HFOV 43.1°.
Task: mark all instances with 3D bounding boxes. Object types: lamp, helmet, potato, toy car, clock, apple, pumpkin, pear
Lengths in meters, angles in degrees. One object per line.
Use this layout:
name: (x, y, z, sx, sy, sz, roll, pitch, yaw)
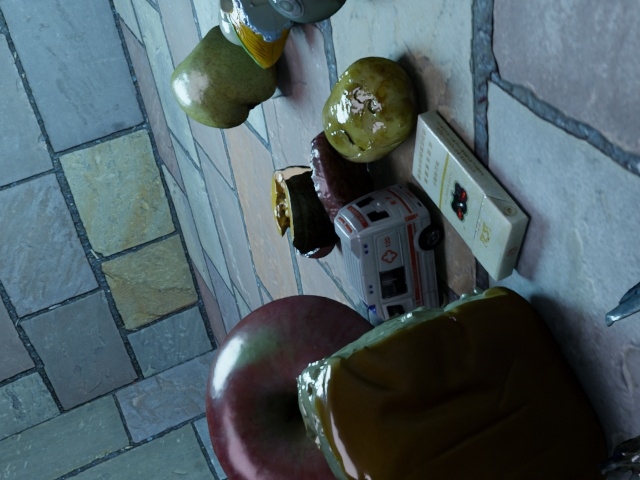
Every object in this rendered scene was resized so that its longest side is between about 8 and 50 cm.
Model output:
lamp: (-0.016, -0.289, 0.878, 0.105, 0.105, 0.105, 58, 161, 32)
helmet: (0.002, 0.000, 1.312, 0.084, 0.049, 0.065, -20, 56, 50)
potato: (0.052, -0.143, 0.904, 0.170, 0.080, 0.107, 168, 92, -76)
toy car: (0.086, 0.041, 0.979, 0.089, 0.108, 0.209, 48, 155, 51)
clock: (-0.097, -0.344, 1.081, 0.144, 0.103, 0.230, -141, 35, -63)
apple: (-0.013, 0.256, 1.243, 0.344, 0.345, 0.269, 63, -175, 17)
pumpkin: (-0.011, -0.050, 1.181, 0.183, 0.108, 0.118, -135, 33, -70)
pear: (-0.146, -0.250, 1.256, 0.136, 0.167, 0.167, 43, 168, -11)

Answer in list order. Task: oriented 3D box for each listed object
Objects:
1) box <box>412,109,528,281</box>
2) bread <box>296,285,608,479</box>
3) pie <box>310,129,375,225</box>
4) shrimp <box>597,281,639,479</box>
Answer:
box: (0.146, -0.047, 0.818, 0.167, 0.024, 0.090, 58, 161, 35)
bread: (0.123, 0.188, 0.785, 0.225, 0.279, 0.250, -30, 83, 60)
pie: (0.032, -0.069, 1.013, 0.154, 0.036, 0.154, 47, -147, -45)
shrimp: (0.263, 0.091, 0.544, 0.289, 0.075, 0.178, 120, 134, -72)
